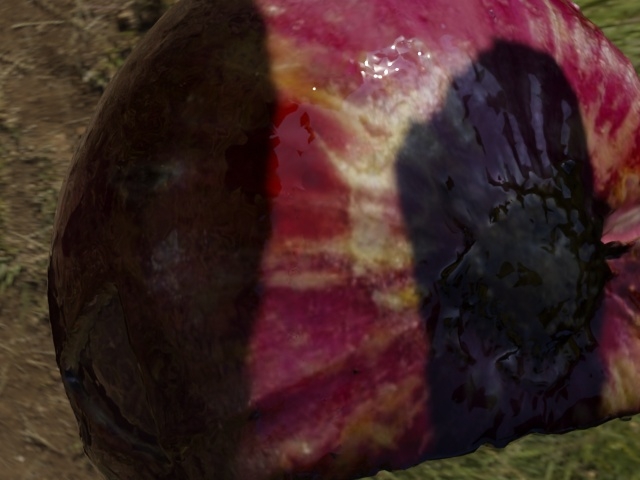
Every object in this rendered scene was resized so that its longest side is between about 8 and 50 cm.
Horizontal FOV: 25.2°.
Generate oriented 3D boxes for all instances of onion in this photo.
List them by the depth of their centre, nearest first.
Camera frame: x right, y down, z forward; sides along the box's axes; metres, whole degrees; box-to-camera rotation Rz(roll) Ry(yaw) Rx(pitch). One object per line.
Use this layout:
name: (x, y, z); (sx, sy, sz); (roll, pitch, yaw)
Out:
onion: (0.011, -0.011, 0.606); (0.256, 0.272, 0.230); (-4, 89, -53)
